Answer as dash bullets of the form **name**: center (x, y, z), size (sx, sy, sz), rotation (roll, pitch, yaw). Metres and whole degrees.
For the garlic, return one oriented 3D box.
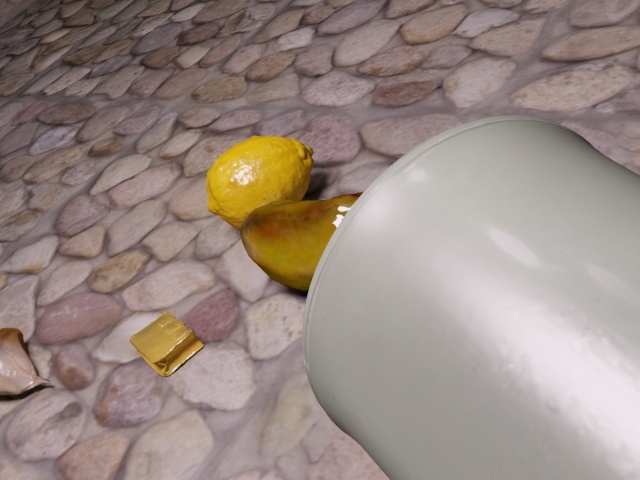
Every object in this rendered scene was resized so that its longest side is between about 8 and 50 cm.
- **garlic**: center (-0.399, 0.151, 1.040), size (0.084, 0.066, 0.152), rotation (-35, 32, -15)

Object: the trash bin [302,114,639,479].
- **trash bin**: center (0.178, 0.104, 0.514), size (0.280, 0.280, 0.432), rotation (-34, 37, -9)

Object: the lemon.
- **lemon**: center (-0.076, -0.077, 1.078), size (0.155, 0.114, 0.114), rotation (-29, 33, -10)

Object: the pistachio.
- **pistachio**: center (0.001, 0.003, 0.929), size (0.189, 0.100, 0.110), rotation (-6, 74, 29)

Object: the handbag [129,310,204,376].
- **handbag**: center (-0.179, 0.116, 0.968), size (0.061, 0.027, 0.083), rotation (-40, 34, -17)
